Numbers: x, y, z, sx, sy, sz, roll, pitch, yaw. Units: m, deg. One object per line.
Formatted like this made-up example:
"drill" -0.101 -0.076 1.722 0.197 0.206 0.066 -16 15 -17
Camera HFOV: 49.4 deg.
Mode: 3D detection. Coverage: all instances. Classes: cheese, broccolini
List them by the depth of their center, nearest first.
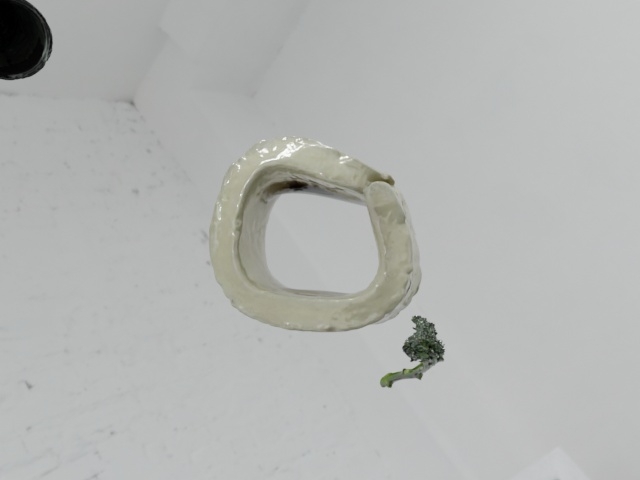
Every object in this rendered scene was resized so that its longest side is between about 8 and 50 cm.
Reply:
"broccolini" 0.105 0.143 0.788 0.194 0.052 0.054 102 -166 -59
"cheese" 0.000 -0.003 1.108 0.153 0.331 0.293 16 -95 -77

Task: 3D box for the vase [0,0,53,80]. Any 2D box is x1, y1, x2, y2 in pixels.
"vase" -0.255 -0.171 0.537 0.059 0.167 0.059 -16 -59 -27
